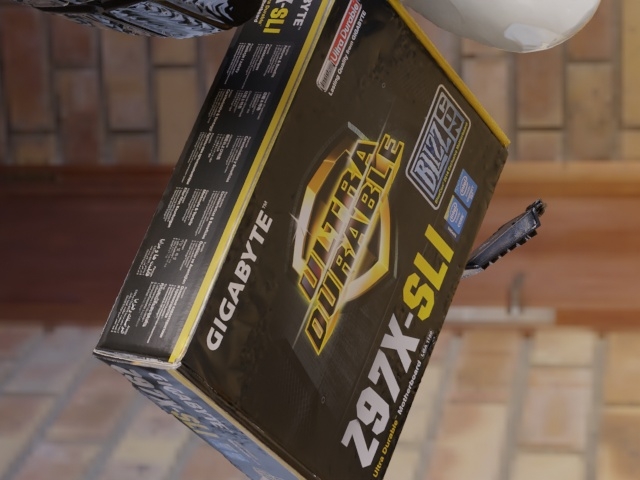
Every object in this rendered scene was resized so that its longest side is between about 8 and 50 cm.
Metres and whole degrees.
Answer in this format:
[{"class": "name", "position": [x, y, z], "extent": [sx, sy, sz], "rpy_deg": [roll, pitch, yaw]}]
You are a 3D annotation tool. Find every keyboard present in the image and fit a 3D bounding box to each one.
[{"class": "keyboard", "position": [0.165, 0.000, 1.765], "extent": [0.023, 0.108, 0.180], "rpy_deg": [50, -4, 1]}]

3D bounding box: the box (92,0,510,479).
[{"class": "box", "position": [0.000, 0.000, 1.369], "extent": [0.257, 0.079, 0.322], "rpy_deg": [47, 58, -48]}]

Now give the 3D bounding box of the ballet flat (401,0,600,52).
[{"class": "ballet flat", "position": [0.044, -0.284, 1.369], "extent": [0.400, 0.139, 0.139], "rpy_deg": [55, -11, 32]}]

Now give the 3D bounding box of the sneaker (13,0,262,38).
[{"class": "sneaker", "position": [-0.077, -0.287, 1.228], "extent": [0.447, 0.169, 0.257], "rpy_deg": [-13, -116, 59]}]
